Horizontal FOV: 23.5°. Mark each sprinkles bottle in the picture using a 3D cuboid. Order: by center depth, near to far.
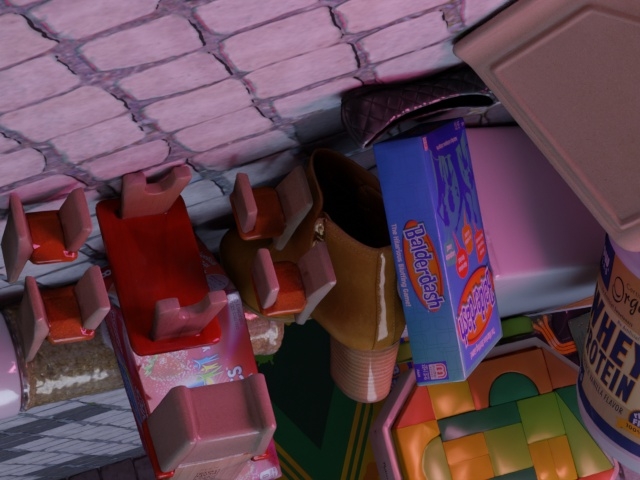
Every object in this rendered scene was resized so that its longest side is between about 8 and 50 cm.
[{"bbox_3d":[-0.221,0.103,1.681,0.355,0.121,0.121,-12,168,-24],"label":"sprinkles bottle"}]

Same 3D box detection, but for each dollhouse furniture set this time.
[{"bbox_3d":[-0.126,0.074,1.322,0.262,0.259,0.135,-7,156,-23],"label":"dollhouse furniture set"}]

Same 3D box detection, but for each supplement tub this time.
[{"bbox_3d":[0.376,0.056,1.468,0.228,0.228,0.316,-12,128,-21],"label":"supplement tub"}]

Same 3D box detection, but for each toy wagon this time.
[{"bbox_3d":[0.224,0.218,1.685,0.344,0.267,0.068,-11,171,-22],"label":"toy wagon"}]

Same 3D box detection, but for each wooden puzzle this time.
[{"bbox_3d":[0.246,-0.111,1.161,0.221,0.239,0.044,-30,-161,50],"label":"wooden puzzle"}]

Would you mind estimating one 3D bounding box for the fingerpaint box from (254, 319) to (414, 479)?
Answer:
[{"bbox_3d":[0.066,0.221,2.027,0.163,0.371,0.445,-20,168,17],"label":"fingerpaint box"}]

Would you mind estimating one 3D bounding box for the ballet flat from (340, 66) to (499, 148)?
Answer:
[{"bbox_3d":[0.097,-0.111,1.280,0.173,0.049,0.057,-13,167,-18],"label":"ballet flat"}]

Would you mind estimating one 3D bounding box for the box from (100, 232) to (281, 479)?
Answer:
[{"bbox_3d":[-0.136,0.141,1.588,0.122,0.128,0.257,-21,126,-14],"label":"box"}]

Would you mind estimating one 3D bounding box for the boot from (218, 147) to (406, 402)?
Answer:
[{"bbox_3d":[-0.007,-0.004,1.466,0.104,0.295,0.211,-18,131,-25],"label":"boot"}]

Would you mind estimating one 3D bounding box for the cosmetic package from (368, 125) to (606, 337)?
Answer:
[{"bbox_3d":[0.237,-0.016,1.666,0.453,0.162,0.230,-5,164,-42],"label":"cosmetic package"}]

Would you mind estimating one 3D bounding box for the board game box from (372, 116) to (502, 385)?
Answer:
[{"bbox_3d":[0.106,0.005,1.351,0.047,0.210,0.160,-8,-172,19],"label":"board game box"}]

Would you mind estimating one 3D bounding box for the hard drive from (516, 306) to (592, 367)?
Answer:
[{"bbox_3d":[0.308,0.136,2.040,0.237,0.339,0.064,-25,165,35],"label":"hard drive"}]
